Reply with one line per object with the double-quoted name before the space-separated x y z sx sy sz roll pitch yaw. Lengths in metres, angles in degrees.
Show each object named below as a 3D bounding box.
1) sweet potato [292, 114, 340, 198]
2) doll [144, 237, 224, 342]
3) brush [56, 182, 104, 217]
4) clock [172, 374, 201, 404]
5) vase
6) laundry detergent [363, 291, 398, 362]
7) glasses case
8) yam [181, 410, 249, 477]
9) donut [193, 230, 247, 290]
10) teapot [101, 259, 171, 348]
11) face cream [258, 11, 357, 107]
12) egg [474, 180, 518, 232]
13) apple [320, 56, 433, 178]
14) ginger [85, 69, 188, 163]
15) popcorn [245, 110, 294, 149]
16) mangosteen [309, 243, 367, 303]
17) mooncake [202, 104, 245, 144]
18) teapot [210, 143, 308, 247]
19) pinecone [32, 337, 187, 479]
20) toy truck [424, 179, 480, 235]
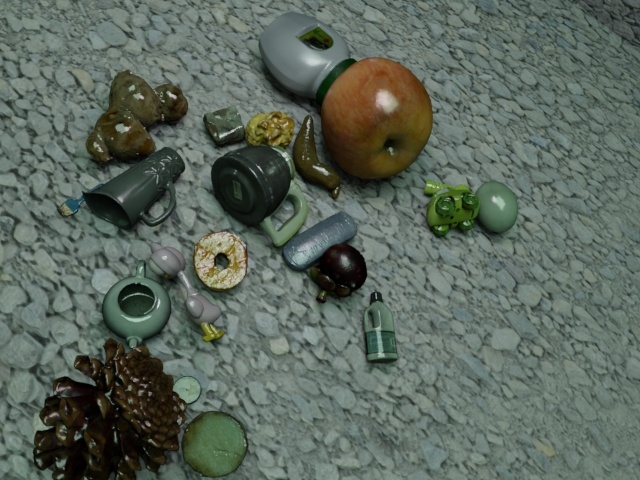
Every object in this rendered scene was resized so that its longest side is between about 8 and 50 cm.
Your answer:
"sweet potato" -0.028 -0.280 2.055 0.124 0.098 0.309 -23 80 -8
"doll" -0.402 0.136 1.739 0.094 0.160 0.365 -40 83 1
"brush" -0.754 -0.132 1.863 0.051 0.014 0.164 44 63 7
"clock" -0.384 0.429 1.689 0.085 0.017 0.085 5 65 -11
"vase" -0.555 -0.167 1.859 0.251 0.156 0.301 35 57 8
"laundry detergent" 0.186 0.272 1.866 0.099 0.070 0.225 -1 67 -7
"glasses case" 0.000 0.000 1.950 0.282 0.067 0.109 -33 71 -22
"yam" -0.271 0.522 1.527 0.168 0.304 0.167 2 74 -7
"donut" -0.312 0.070 1.842 0.174 0.074 0.190 -16 75 -21
"teapot" -0.529 0.190 1.697 0.193 0.129 0.294 4 60 -14
"face cream" -0.033 -0.660 2.156 0.357 0.219 0.312 44 59 11
"egg" 0.628 -0.121 2.106 0.150 0.149 0.192 -12 69 -18
"apple" 0.191 -0.403 2.001 0.392 0.391 0.346 -14 50 -19
"ginger" -0.618 -0.397 1.932 0.256 0.176 0.375 35 62 -14
"popcorn" -0.173 -0.377 2.027 0.180 0.180 0.170 -6 39 -16
"mangosteen" 0.056 0.095 1.871 0.184 0.172 0.172 -15 69 1
"mooncake" -0.334 -0.394 2.048 0.125 0.073 0.129 -19 70 -17
"teapot" -0.167 -0.179 1.905 0.322 0.239 0.239 41 50 13
"pinecone" -0.550 0.458 1.470 0.385 0.384 0.384 5 65 -11
"toy truck" 0.465 -0.133 2.083 0.187 0.148 0.210 1 47 3
